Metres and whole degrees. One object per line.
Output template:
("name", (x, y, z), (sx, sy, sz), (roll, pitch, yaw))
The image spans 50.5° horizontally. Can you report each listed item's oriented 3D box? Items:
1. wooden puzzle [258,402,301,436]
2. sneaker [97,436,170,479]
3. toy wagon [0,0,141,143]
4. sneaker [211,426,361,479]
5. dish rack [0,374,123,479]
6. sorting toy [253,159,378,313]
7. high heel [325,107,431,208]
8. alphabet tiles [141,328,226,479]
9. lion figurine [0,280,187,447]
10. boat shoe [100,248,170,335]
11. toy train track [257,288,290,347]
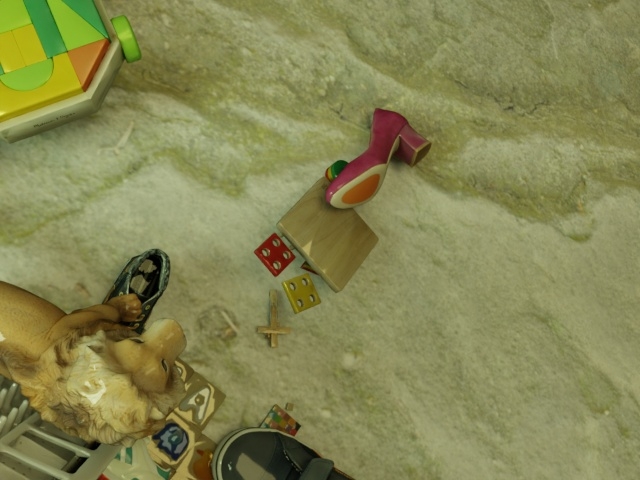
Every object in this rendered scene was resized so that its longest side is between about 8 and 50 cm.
("wooden puzzle", (-0.059, 0.261, 0.936), (0.049, 0.006, 0.083), (44, 62, -11))
("sneaker", (-0.248, 0.252, 0.807), (0.161, 0.057, 0.075), (44, 38, -5))
("toy wagon", (-0.389, -0.288, 0.820), (0.267, 0.068, 0.344), (-23, 80, -11))
("sneaker", (0.010, 0.351, 0.877), (0.321, 0.127, 0.126), (40, 63, -14))
("dish rack", (-0.361, 0.158, 0.643), (0.333, 0.285, 0.072), (29, 95, -2))
("sorting toy", (0.000, 0.000, 1.001), (0.132, 0.046, 0.274), (48, 47, -9))
("high heel", (0.064, -0.135, 1.053), (0.117, 0.082, 0.244), (39, 54, 20))
("alphabet tiles", (-0.275, 0.276, 0.816), (0.285, 0.011, 0.342), (42, 62, -12))
("lion figurine", (-0.311, 0.078, 0.676), (0.392, 0.240, 0.142), (20, 94, -1))
("boat shoe", (-0.242, 0.093, 0.826), (0.065, 0.083, 0.183), (26, 66, -19))
("toy train track", (-0.068, 0.112, 0.967), (0.048, 0.014, 0.083), (5, 69, -19))
